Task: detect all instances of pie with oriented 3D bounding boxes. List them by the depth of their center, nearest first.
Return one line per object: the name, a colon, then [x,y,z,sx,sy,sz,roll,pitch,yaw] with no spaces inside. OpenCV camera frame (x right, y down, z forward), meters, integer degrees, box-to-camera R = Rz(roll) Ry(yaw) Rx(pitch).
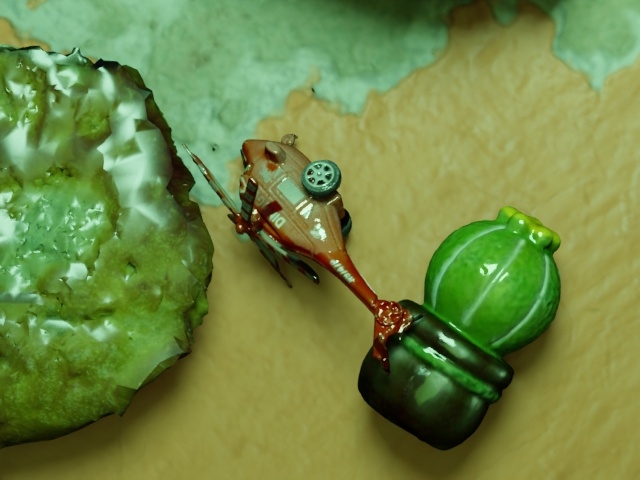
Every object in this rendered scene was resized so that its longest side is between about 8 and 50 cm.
pie: [-0.247,0.005,1.071,0.355,0.103,0.288,5,91,4]

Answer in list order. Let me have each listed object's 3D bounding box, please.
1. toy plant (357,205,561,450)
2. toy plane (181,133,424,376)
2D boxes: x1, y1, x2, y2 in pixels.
toy plant: [0.098,0.053,1.027,0.093,0.093,0.162,35,95,7]
toy plane: [-0.002,-0.005,1.019,0.077,0.194,0.126,-35,128,-12]
